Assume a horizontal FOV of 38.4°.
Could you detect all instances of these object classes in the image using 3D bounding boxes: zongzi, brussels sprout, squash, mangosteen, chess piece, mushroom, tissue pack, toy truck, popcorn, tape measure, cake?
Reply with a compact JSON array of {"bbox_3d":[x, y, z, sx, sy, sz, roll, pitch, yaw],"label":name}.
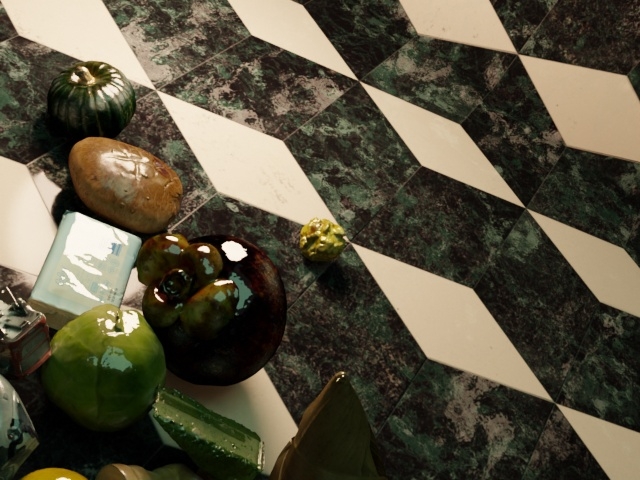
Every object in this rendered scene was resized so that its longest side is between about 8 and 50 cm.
[{"bbox_3d":[0.077,0.527,1.558,0.218,0.467,0.500,-20,63,-20],"label":"zongzi"},{"bbox_3d":[-0.399,0.235,1.712,0.244,0.244,0.244,18,43,-18],"label":"brussels sprout"},{"bbox_3d":[-0.547,-0.333,2.204,0.218,0.172,0.218,18,40,-16],"label":"squash"},{"bbox_3d":[-0.224,0.134,1.860,0.330,0.330,0.330,18,43,-18],"label":"mangosteen"},{"bbox_3d":[-0.257,0.471,1.666,0.301,0.137,0.137,12,44,-42],"label":"chess piece"},{"bbox_3d":[-0.441,-0.133,2.101,0.278,0.146,0.278,24,36,-19],"label":"mushroom"},{"bbox_3d":[-0.489,0.076,1.907,0.177,0.089,0.263,22,43,-15],"label":"tissue pack"},{"bbox_3d":[-0.613,0.165,1.639,0.270,0.135,0.114,12,36,23],"label":"toy truck"},{"bbox_3d":[0.000,0.000,2.281,0.106,0.116,0.120,-30,69,-28],"label":"popcorn"},{"bbox_3d":[-0.606,0.318,1.493,0.275,0.147,0.256,28,59,16],"label":"tape measure"},{"bbox_3d":[-0.225,0.366,1.679,0.235,0.099,0.100,33,23,-19],"label":"cake"}]

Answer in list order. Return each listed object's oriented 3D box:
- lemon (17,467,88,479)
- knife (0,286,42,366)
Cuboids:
[{"bbox_3d":[-0.438,0.460,1.496,0.178,0.178,0.203,21,39,-14],"label":"lemon"},{"bbox_3d":[-0.586,0.190,1.791,0.072,0.019,0.245,-20,60,-41],"label":"knife"}]
